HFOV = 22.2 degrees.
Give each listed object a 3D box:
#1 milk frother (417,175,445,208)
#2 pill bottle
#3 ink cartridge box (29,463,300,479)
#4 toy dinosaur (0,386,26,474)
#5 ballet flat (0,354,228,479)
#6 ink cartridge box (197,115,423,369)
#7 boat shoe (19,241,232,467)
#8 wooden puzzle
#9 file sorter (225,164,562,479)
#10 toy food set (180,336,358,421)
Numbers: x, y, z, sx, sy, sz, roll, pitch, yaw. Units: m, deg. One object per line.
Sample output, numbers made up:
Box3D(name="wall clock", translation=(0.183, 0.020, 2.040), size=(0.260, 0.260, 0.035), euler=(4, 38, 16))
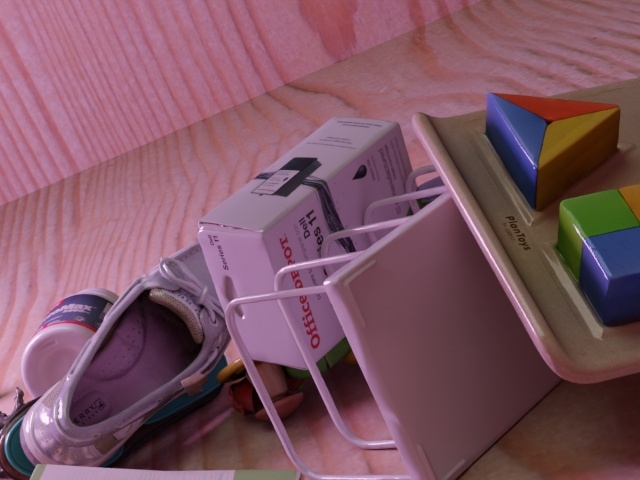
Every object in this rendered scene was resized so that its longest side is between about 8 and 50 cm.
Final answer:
Box3D(name="milk frother", translation=(0.177, -0.011, 1.621), size=(0.129, 0.135, 0.143), euler=(-9, 20, 41))
Box3D(name="pill bottle", translation=(-0.277, 0.121, 1.903), size=(0.108, 0.108, 0.180), euler=(-21, 14, 9))
Box3D(name="ink cartridge box", translation=(-0.138, 0.243, 1.358), size=(0.235, 0.056, 0.171), euler=(2, 16, 2))
Box3D(name="toy dinosaur", translation=(-0.380, 0.221, 1.806), size=(0.268, 0.064, 0.118), euler=(-5, 30, 46))
Box3D(name="ballet flat", translation=(-0.217, 0.179, 1.659), size=(0.280, 0.095, 0.096), euler=(-21, 1, -37))
Box3D(name="ink cartridge box", translation=(0.000, 0.000, 1.508), size=(0.086, 0.153, 0.208), euler=(9, 37, 41))
Box3D(name="boat shoe", translation=(-0.164, 0.103, 1.596), size=(0.320, 0.118, 0.103), euler=(-44, 0, -39))
Box3D(name="wooden puzzle", translation=(0.280, -0.046, 1.276), size=(0.347, 0.081, 0.322), euler=(-9, 40, -14))
Box3D(name="file sorter", translation=(0.083, 0.063, 1.394), size=(0.173, 0.193, 0.277), euler=(-11, 19, 48))
Box3D(name="toy food set", translation=(-0.025, 0.131, 1.586), size=(0.217, 0.071, 0.128), euler=(-25, -10, -13))
